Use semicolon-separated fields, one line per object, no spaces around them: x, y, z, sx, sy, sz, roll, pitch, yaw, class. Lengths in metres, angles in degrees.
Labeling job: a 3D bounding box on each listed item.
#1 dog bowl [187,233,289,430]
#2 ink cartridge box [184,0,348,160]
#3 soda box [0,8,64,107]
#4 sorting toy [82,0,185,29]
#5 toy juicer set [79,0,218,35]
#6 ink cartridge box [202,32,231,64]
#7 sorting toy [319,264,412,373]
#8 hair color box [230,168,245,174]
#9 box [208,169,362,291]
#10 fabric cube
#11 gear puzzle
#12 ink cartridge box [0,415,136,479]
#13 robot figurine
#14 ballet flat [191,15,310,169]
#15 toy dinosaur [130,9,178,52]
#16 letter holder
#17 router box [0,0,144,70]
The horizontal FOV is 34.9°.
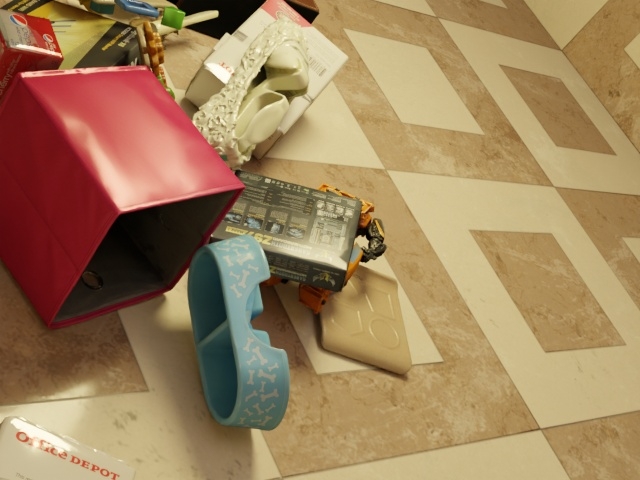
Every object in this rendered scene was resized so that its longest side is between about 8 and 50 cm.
-0.128;0.135;1.499;0.074;0.166;0.297;-1;68;-29;dog bowl
-0.106;-0.328;2.033;0.207;0.117;0.283;41;51;-5;ink cartridge box
-0.471;-0.206;1.472;0.092;0.263;0.083;4;50;-42;soda box
-0.384;-0.443;1.839;0.196;0.047;0.347;-3;29;-46;sorting toy
-0.374;-0.502;2.003;0.329;0.089;0.209;26;37;0;toy juicer set
-0.175;-0.367;2.137;0.122;0.052;0.088;35;35;-8;ink cartridge box
0.070;0.132;1.841;0.193;0.038;0.208;21;43;-27;sorting toy
-0.180;-0.099;1.831;0.167;0.053;0.093;29;37;-16;hair color box
-0.056;-0.019;1.711;0.232;0.059;0.183;13;42;1;box
-0.321;-0.070;1.478;0.258;0.259;0.254;50;35;16;fabric cube
-0.264;-0.258;1.688;0.044;0.339;0.176;-13;69;-9;gear puzzle
-0.326;0.342;1.149;0.172;0.100;0.237;28;37;-19;ink cartridge box
0.000;0.000;1.811;0.211;0.085;0.291;24;43;12;robot figurine
-0.096;-0.257;1.831;0.147;0.147;0.409;37;55;-7;ballet flat
-0.348;-0.419;2.041;0.092;0.053;0.183;36;35;16;toy dinosaur
-0.188;-0.558;2.253;0.301;0.152;0.214;13;41;-35;letter holder
-0.454;-0.296;1.685;0.242;0.081;0.309;19;34;5;router box
